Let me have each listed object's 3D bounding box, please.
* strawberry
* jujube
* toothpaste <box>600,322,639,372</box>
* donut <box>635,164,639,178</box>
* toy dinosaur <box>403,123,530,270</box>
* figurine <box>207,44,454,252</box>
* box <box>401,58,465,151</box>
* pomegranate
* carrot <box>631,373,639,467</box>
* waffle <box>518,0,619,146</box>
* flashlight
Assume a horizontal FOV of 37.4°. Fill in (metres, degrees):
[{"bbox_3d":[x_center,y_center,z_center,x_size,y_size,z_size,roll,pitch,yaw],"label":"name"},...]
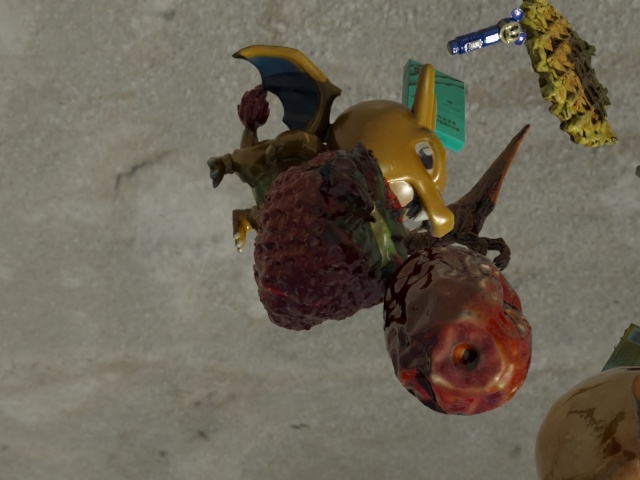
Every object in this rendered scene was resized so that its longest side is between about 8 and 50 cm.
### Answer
[{"bbox_3d":[0.001,0.004,1.343,0.258,0.261,0.261,-15,146,29],"label":"strawberry"},{"bbox_3d":[0.153,0.098,1.072,0.174,0.174,0.250,12,-171,-3],"label":"jujube"},{"bbox_3d":[0.596,0.308,1.907,0.089,0.313,0.071,25,149,29],"label":"toothpaste"},{"bbox_3d":[0.908,-0.156,2.279,0.272,0.107,0.272,-8,163,-2],"label":"donut"},{"bbox_3d":[0.319,-0.033,1.967,0.432,0.208,0.097,-35,154,3],"label":"toy dinosaur"},{"bbox_3d":[0.017,-0.140,1.588,0.387,0.268,0.400,-9,110,9],"label":"figurine"},{"bbox_3d":[0.273,-0.327,2.271,0.161,0.226,0.042,21,137,-16],"label":"box"},{"bbox_3d":[0.579,0.375,1.592,0.412,0.411,0.411,9,156,4],"label":"pomegranate"},{"bbox_3d":[0.379,0.239,1.066,0.057,0.057,0.224,2,130,19],"label":"carrot"},{"bbox_3d":[0.389,-0.269,1.496,0.052,0.254,0.245,-24,149,34],"label":"waffle"},{"bbox_3d":[0.245,-0.298,1.382,0.121,0.035,0.057,-18,121,-7],"label":"flashlight"}]
